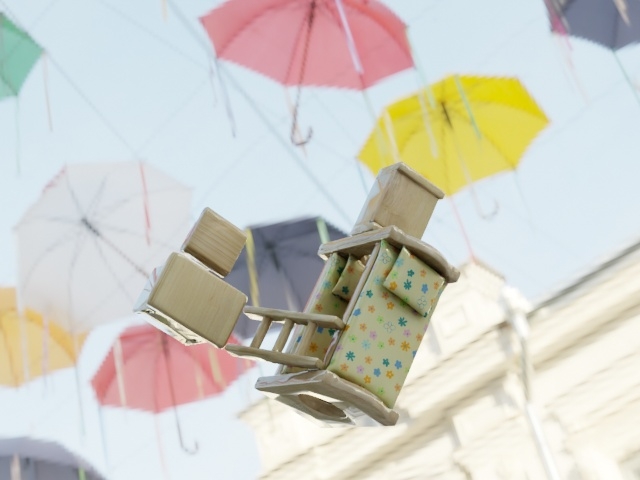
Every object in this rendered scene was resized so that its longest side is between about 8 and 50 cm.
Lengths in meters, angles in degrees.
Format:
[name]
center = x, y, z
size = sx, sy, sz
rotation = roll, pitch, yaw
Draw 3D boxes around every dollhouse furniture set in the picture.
[dollhouse furniture set]
center = 0.000, 0.000, 0.847
size = 0.161, 0.182, 0.101
rotation = 33, -23, -21
